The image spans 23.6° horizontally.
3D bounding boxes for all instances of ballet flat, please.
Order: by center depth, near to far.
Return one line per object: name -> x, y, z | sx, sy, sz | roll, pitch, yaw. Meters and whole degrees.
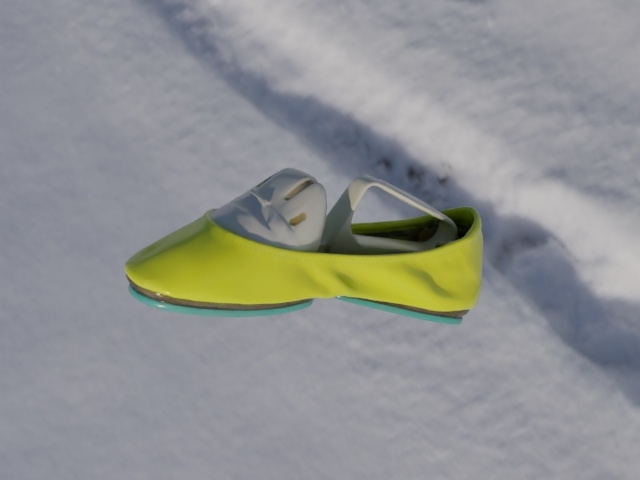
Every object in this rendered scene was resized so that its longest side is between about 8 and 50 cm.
ballet flat -> 0.000, 0.000, 0.839 | 0.077, 0.231, 0.077 | 35, 113, 50
